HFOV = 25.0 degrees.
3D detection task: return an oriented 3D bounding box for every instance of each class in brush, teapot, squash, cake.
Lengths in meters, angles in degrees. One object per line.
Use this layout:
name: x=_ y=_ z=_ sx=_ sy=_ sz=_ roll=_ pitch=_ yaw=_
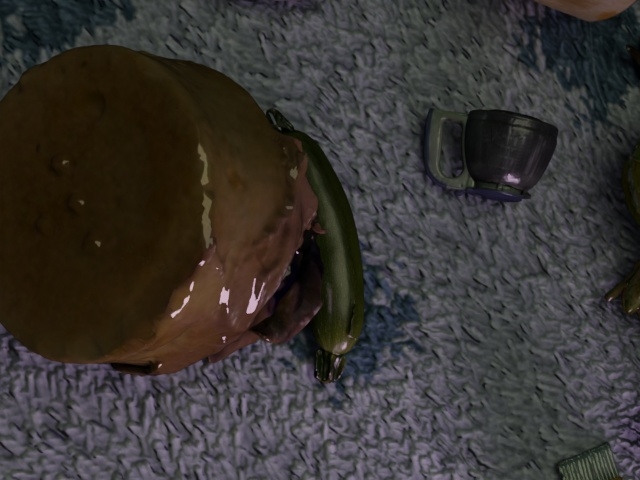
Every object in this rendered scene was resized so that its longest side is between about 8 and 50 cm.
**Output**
brush: x=0.344 y=0.354 z=1.706 sx=0.082 sy=0.010 sz=0.218 roll=-15 pitch=84 yaw=-24
teapot: x=0.204 y=-0.101 z=1.714 sx=0.149 sy=0.111 sz=0.108 roll=13 pitch=86 yaw=-23
squash: x=0.003 y=0.000 z=1.631 sx=0.080 sy=0.071 sz=0.318 roll=-15 pitch=82 yaw=22
cake: x=-0.150 y=-0.025 z=1.492 sx=0.321 sy=0.332 sz=0.332 roll=10 pitch=69 yaw=-58

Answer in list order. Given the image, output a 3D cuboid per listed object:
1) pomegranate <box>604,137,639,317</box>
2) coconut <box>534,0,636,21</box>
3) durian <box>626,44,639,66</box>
pomegranate: x=0.461 y=-0.033 z=1.747 sx=0.236 sy=0.236 sz=0.302 roll=20 pitch=94 yaw=-15
coconut: x=0.328 y=-0.422 z=1.740 sx=0.323 sy=0.323 sz=0.323 roll=5 pitch=75 yaw=-20
durian: x=0.480 y=-0.226 z=1.859 sx=0.188 sy=0.091 sz=0.148 roll=15 pitch=72 yaw=-15
